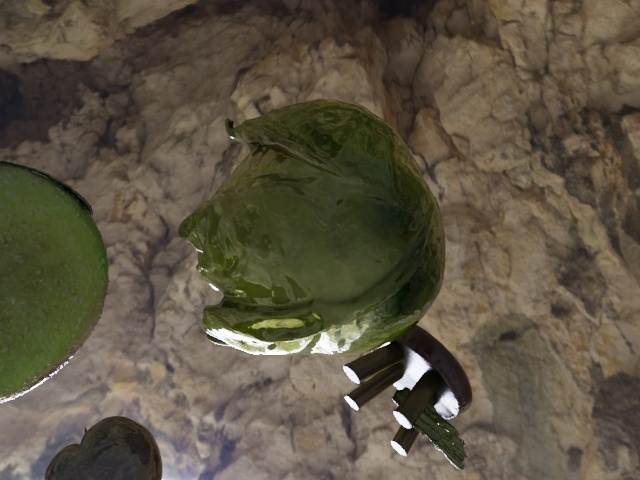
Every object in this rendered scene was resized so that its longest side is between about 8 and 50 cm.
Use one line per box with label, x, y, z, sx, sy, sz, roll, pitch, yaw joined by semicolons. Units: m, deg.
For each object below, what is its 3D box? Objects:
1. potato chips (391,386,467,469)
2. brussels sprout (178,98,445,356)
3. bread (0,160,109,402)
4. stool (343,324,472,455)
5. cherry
potato chips;0.244;0.394;1.352;0.207;0.092;0.028;41;-49;17
brussels sprout;0.011;0.007;0.983;0.360;0.342;0.426;15;-58;29
bread;-0.373;0.057;0.695;0.301;0.045;0.302;-16;-62;-32
stool;0.185;0.326;1.406;0.178;0.272;0.272;-38;-64;-24
cherry;-0.311;0.351;0.929;0.176;0.176;0.140;0;-29;4
